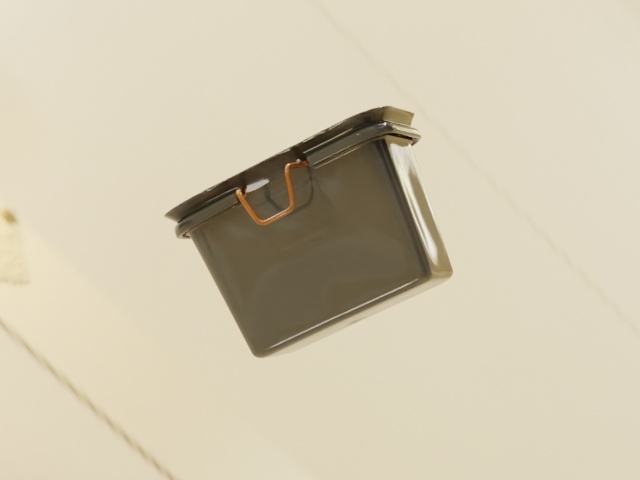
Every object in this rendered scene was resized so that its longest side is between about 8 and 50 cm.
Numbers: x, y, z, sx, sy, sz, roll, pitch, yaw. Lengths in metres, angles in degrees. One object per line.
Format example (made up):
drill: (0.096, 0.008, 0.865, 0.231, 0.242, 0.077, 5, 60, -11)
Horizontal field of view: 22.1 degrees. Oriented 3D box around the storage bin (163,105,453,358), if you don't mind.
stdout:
storage bin: (0.000, 0.000, 0.852, 0.091, 0.135, 0.098, 66, -163, 8)
